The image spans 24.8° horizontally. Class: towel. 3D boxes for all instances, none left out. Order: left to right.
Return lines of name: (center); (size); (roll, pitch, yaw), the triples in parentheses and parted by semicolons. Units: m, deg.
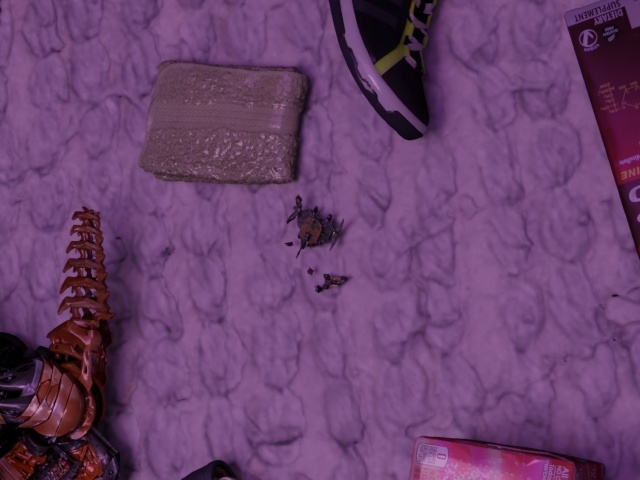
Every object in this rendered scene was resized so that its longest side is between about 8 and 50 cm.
towel: (-0.085, -0.101, 1.256); (0.148, 0.027, 0.110); (6, 85, 22)

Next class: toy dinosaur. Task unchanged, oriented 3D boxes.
toy dinosaur: (-0.259, 0.134, 1.247); (0.218, 0.164, 0.321); (21, 71, 8)

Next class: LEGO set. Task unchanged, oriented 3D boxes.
LEGO set: (-0.002, 0.002, 1.215); (0.054, 0.023, 0.083); (-3, 94, 23)

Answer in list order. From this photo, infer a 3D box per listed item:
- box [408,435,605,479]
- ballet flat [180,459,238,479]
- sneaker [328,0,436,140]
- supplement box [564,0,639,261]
box: (0.123, 0.277, 1.063); (0.123, 0.128, 0.256); (7, 84, 22)
ballet flat: (-0.039, 0.253, 1.162); (0.074, 0.074, 0.203); (-48, 67, 8)
sneaker: (0.060, -0.200, 1.186); (0.097, 0.084, 0.234); (-21, 75, 15)
supplement box: (0.280, -0.076, 1.089); (0.130, 0.073, 0.239); (-19, 76, 17)
